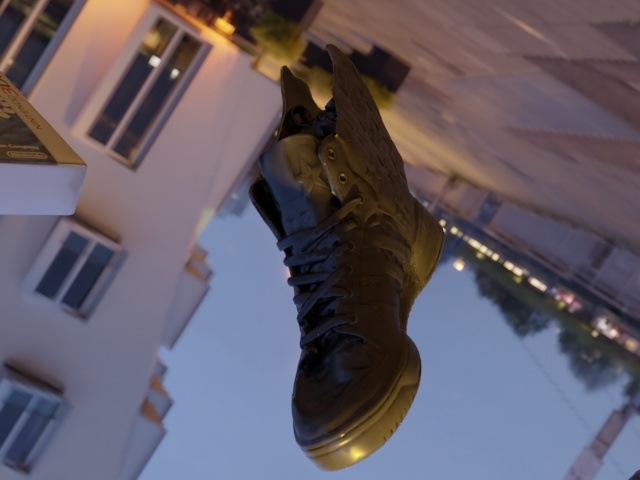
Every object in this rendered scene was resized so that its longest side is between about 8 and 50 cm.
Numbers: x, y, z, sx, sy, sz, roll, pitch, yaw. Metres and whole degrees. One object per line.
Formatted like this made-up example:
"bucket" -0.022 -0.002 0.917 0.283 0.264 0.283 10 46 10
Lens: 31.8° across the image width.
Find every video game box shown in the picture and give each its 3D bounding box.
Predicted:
"video game box" -0.287 -0.082 0.743 0.205 0.048 0.187 -1 -149 -44

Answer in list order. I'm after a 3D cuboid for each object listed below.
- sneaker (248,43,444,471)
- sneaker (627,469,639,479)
"sneaker" 0.002 -0.001 0.424 0.089 0.051 0.170 50 -146 -21
"sneaker" 0.226 0.254 0.777 0.131 0.112 0.296 48 172 26
